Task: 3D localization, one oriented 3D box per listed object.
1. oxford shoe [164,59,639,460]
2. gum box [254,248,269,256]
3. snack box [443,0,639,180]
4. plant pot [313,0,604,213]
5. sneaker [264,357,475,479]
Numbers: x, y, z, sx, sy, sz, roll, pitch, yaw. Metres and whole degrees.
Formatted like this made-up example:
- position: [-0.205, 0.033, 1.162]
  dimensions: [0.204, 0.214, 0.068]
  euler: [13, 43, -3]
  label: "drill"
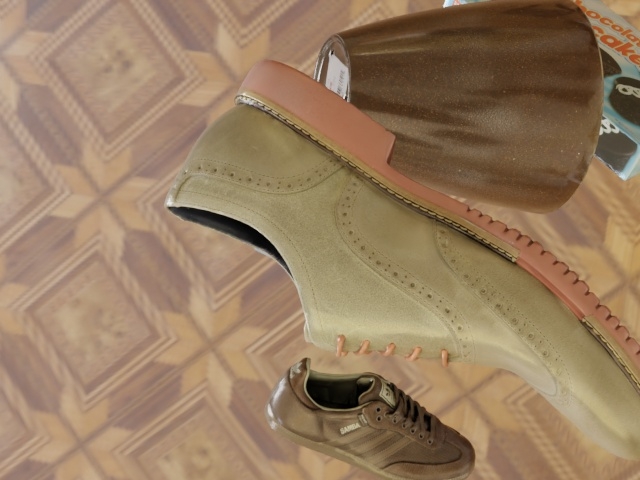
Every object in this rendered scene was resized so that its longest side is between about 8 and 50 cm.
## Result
- position: [0.068, 0.042, 0.948]
  dimensions: [0.397, 0.140, 0.146]
  euler: [37, 78, 16]
  label: "oxford shoe"
- position: [0.000, 0.000, 1.968]
  dimensions: [0.157, 0.184, 0.041]
  euler: [26, 65, -5]
  label: "gum box"
- position: [0.318, -0.216, 1.639]
  dimensions: [0.322, 0.187, 0.060]
  euler: [45, 138, 26]
  label: "snack box"
- position: [0.117, -0.137, 1.301]
  dimensions: [0.230, 0.215, 0.215]
  euler: [2, 100, -20]
  label: "plant pot"
- position: [0.051, 0.151, 1.119]
  dimensions: [0.188, 0.066, 0.071]
  euler: [16, 128, -13]
  label: "sneaker"
